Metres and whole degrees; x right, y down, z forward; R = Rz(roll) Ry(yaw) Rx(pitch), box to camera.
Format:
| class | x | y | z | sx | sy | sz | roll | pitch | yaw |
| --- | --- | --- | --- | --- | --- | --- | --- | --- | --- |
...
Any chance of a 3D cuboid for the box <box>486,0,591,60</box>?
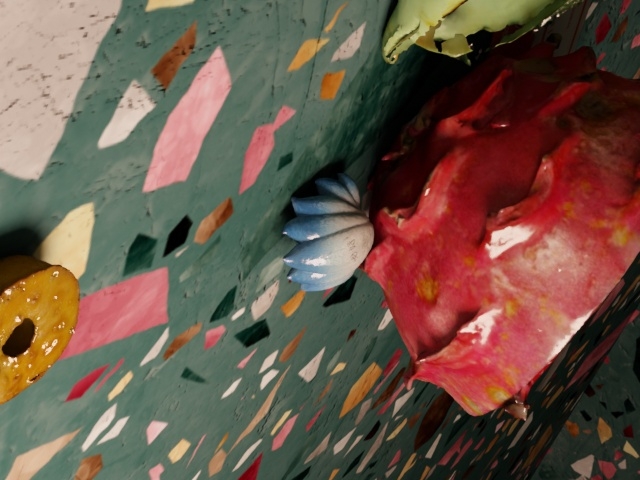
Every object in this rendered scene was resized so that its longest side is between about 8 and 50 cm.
| class | x | y | z | sx | sy | sz | roll | pitch | yaw |
| --- | --- | --- | --- | --- | --- | --- | --- | --- | --- |
| box | 0.229 | -0.215 | 1.403 | 0.123 | 0.050 | 0.229 | -42 | 157 | -31 |

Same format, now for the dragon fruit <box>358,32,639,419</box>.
| class | x | y | z | sx | sy | sz | roll | pitch | yaw |
| --- | --- | --- | --- | --- | --- | --- | --- | --- | --- |
| dragon fruit | 0.175 | -0.029 | 1.293 | 0.371 | 0.249 | 0.386 | -54 | -178 | -35 |

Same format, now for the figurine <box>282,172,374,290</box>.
| class | x | y | z | sx | sy | sz | roll | pitch | yaw |
| --- | --- | --- | --- | --- | --- | --- | --- | --- | --- |
| figurine | 0.000 | 0.000 | 1.211 | 0.114 | 0.079 | 0.114 | -28 | 132 | -36 |

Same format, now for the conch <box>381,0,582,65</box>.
| class | x | y | z | sx | sy | sz | roll | pitch | yaw |
| --- | --- | --- | --- | --- | --- | --- | --- | --- | --- |
| conch | 0.146 | -0.225 | 1.056 | 0.143 | 0.137 | 0.250 | -17 | 140 | -22 |

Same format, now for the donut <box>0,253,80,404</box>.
| class | x | y | z | sx | sy | sz | roll | pitch | yaw |
| --- | --- | --- | --- | --- | --- | --- | --- | --- | --- |
| donut | -0.205 | 0.054 | 0.877 | 0.097 | 0.043 | 0.108 | -27 | 146 | -50 |
